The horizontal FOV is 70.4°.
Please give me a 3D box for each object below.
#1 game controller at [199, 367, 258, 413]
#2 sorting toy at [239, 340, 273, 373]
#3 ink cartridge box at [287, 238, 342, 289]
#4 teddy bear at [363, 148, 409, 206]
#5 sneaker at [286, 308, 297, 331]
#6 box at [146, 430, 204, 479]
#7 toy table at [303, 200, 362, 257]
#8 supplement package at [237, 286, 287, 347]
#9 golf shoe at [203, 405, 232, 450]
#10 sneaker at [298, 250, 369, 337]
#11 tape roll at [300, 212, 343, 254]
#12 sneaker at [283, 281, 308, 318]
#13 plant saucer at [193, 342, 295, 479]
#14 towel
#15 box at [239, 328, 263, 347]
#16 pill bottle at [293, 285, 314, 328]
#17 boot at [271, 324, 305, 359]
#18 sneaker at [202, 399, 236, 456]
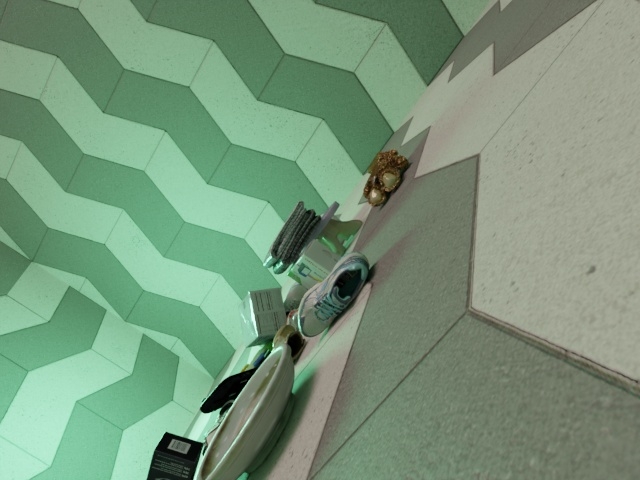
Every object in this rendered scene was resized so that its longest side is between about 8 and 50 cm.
[{"bbox_3d":[-0.342,0.575,1.758,0.166,0.067,0.319,-58,-17,1],"label":"game controller"},{"bbox_3d":[-0.287,0.555,2.055,0.196,0.047,0.347,-52,3,-37],"label":"sorting toy"},{"bbox_3d":[-0.021,0.108,1.796,0.093,0.154,0.212,-59,6,-36],"label":"ink cartridge box"},{"bbox_3d":[0.269,-0.254,1.859,0.245,0.113,0.338,-61,10,14],"label":"teddy bear"},{"bbox_3d":[-0.114,0.333,1.771,0.065,0.061,0.158,-60,0,39],"label":"sneaker"},{"bbox_3d":[-0.525,0.818,1.622,0.108,0.153,0.207,-78,6,-76],"label":"box"},{"bbox_3d":[0.048,-0.025,2.013,0.274,0.161,0.252,-51,6,37],"label":"toy table"},{"bbox_3d":[-0.262,0.350,2.045,0.262,0.145,0.204,133,128,-58],"label":"supplement package"},{"bbox_3d":[-0.286,0.591,1.433,0.120,0.105,0.273,-48,5,4],"label":"golf shoe"},{"bbox_3d":[0.030,0.154,1.246,0.283,0.110,0.122,-55,8,8],"label":"sneaker"},{"bbox_3d":[0.000,0.000,2.261,0.286,0.100,0.286,-44,22,23],"label":"tape roll"},{"bbox_3d":[-0.122,0.291,2.056,0.091,0.094,0.258,-77,11,-54],"label":"sneaker"},{"bbox_3d":[-0.162,0.451,1.129,0.400,0.101,0.400,-54,5,7],"label":"plant saucer"},{"bbox_3d":[-0.120,-0.002,1.915,0.283,0.121,0.235,-60,3,-19],"label":"towel"},{"bbox_3d":[-0.306,0.446,2.376,0.126,0.149,0.232,-58,6,-34],"label":"box"},{"bbox_3d":[-0.026,0.219,1.483,0.086,0.086,0.152,-52,6,39],"label":"pill bottle"},{"bbox_3d":[-0.103,0.337,1.499,0.165,0.077,0.213,-52,10,40],"label":"boot"},{"bbox_3d":[-0.351,0.687,1.619,0.216,0.079,0.121,-63,6,14],"label":"sneaker"}]
